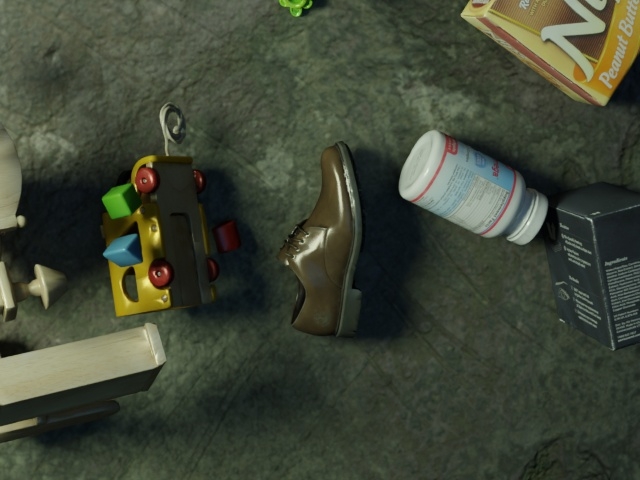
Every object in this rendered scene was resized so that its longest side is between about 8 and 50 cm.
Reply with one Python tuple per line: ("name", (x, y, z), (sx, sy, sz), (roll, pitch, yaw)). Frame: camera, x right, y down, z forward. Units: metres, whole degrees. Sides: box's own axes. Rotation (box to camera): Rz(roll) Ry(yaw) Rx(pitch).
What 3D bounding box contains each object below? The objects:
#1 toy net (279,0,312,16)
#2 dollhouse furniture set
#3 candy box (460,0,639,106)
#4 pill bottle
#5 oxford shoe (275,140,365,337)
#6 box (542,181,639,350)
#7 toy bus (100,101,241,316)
("toy net", (-0.012, -0.353, 1.409), (0.122, 0.045, 0.232), (-5, 127, 17))
("dollhouse furniture set", (-0.299, 0.001, 1.384), (0.174, 0.303, 0.355), (-11, 73, -20))
("candy box", (0.326, -0.334, 1.499), (0.183, 0.087, 0.316), (33, 93, -17))
("pill bottle", (0.177, -0.056, 1.519), (0.160, 0.087, 0.087), (25, 94, -16))
("oxford shoe", (0.000, 0.000, 1.493), (0.096, 0.083, 0.227), (3, 99, -9))
("box", (0.333, 0.026, 1.534), (0.093, 0.156, 0.158), (-16, 103, -10))
("toy bus", (-0.185, -0.012, 1.433), (0.104, 0.202, 0.191), (-11, 130, 29))
